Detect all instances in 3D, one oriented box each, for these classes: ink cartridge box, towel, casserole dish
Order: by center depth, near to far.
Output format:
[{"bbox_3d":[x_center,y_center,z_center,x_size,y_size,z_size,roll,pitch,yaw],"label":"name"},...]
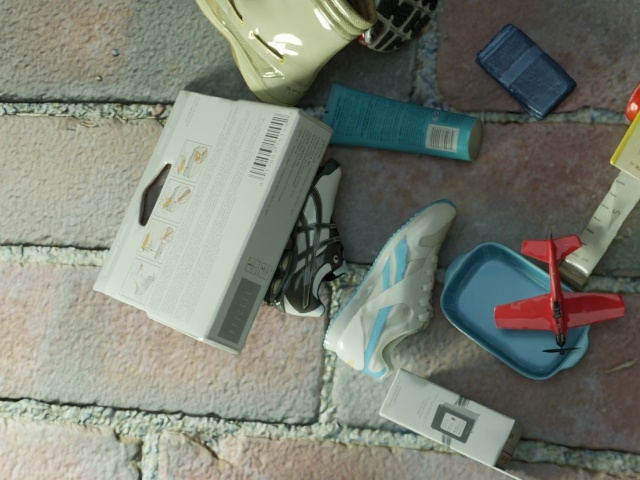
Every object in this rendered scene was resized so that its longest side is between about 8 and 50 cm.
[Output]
[{"bbox_3d":[0.167,0.212,1.493,0.180,0.104,0.060,23,84,18],"label":"ink cartridge box"},{"bbox_3d":[0.229,0.084,1.539,0.188,0.037,0.114,36,90,20],"label":"casserole dish"},{"bbox_3d":[0.250,-0.205,1.600,0.067,0.029,0.119,-44,70,3],"label":"towel"},{"bbox_3d":[-0.138,-0.033,1.643,0.261,0.066,0.296,17,83,50],"label":"ink cartridge box"}]

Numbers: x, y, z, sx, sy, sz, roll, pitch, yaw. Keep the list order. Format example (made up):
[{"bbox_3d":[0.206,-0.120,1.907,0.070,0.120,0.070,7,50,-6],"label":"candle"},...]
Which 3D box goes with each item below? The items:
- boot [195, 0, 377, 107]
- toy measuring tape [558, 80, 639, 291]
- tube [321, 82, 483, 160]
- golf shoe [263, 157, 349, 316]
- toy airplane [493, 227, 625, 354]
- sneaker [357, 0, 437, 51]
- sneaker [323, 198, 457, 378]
[{"bbox_3d":[-0.052,-0.318,1.628,0.203,0.095,0.262,-40,71,40],"label":"boot"},{"bbox_3d":[0.382,-0.090,1.519,0.121,0.121,0.330,35,111,20],"label":"toy measuring tape"},{"bbox_3d":[0.095,-0.141,1.623,0.207,0.052,0.080,13,77,23],"label":"tube"},{"bbox_3d":[0.000,0.000,1.612,0.094,0.077,0.198,22,88,4],"label":"golf shoe"},{"bbox_3d":[0.270,0.056,1.500,0.151,0.028,0.151,-4,77,16],"label":"toy airplane"},{"bbox_3d":[0.089,-0.366,1.661,0.118,0.107,0.279,8,77,36],"label":"sneaker"},{"bbox_3d":[0.101,0.055,1.562,0.092,0.087,0.229,34,96,13],"label":"sneaker"}]
